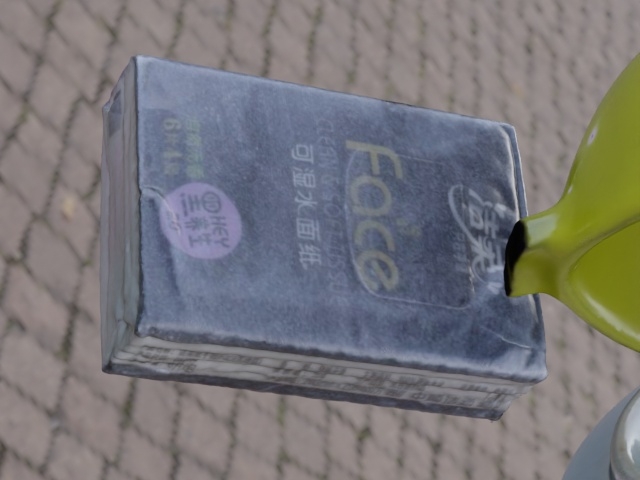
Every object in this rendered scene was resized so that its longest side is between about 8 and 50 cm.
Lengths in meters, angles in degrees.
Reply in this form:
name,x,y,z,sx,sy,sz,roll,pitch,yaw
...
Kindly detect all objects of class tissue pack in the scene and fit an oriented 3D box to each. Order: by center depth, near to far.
name,x,y,z,sx,sy,sz,roll,pitch,yaw
tissue pack,0.000,0.000,0.705,0.156,0.051,0.112,9,59,-22

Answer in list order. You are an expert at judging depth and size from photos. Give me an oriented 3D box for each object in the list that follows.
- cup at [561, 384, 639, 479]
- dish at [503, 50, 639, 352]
name,x,y,z,sx,sy,sz,roll,pitch,yaw
cup,0.269,0.152,1.099,0.163,0.347,0.347,61,25,-22
dish,0.197,-0.046,0.671,0.221,0.262,0.108,27,51,-48
